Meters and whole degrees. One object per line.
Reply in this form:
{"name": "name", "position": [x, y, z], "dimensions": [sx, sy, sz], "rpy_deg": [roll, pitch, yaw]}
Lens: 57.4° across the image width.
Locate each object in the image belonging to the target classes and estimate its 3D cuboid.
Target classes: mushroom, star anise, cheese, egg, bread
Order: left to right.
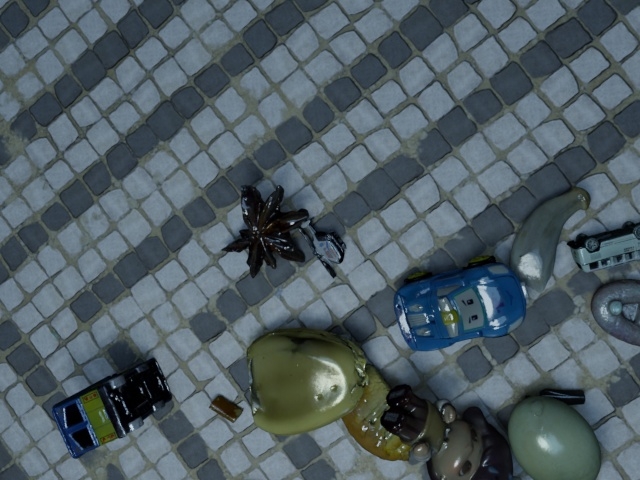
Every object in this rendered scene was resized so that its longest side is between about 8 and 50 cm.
{"name": "bread", "position": [-0.253, 0.451, 1.560], "dimensions": [0.083, 0.047, 0.036], "rpy_deg": [30, 127, 8]}
{"name": "star anise", "position": [-0.138, -0.029, 1.471], "dimensions": [0.212, 0.129, 0.283], "rpy_deg": [26, 130, 17]}
{"name": "cheese", "position": [-0.030, 0.337, 1.445], "dimensions": [0.315, 0.128, 0.260], "rpy_deg": [-15, 83, 22]}
{"name": "bread", "position": [0.156, 0.449, 1.453], "dimensions": [0.251, 0.133, 0.174], "rpy_deg": [45, 96, 5]}
{"name": "mushroom", "position": [0.539, -0.016, 1.397], "dimensions": [0.118, 0.103, 0.270], "rpy_deg": [28, 91, 5]}
{"name": "egg", "position": [0.547, 0.478, 1.368], "dimensions": [0.186, 0.186, 0.253], "rpy_deg": [-36, 101, 8]}

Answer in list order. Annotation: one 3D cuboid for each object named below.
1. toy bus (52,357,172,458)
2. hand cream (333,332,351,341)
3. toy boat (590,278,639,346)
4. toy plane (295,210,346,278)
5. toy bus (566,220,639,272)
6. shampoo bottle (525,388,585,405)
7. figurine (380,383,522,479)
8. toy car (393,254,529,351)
{"name": "toy bus", "position": [-0.511, 0.410, 1.472], "dimensions": [0.175, 0.287, 0.138], "rpy_deg": [-25, 88, 8]}
{"name": "hand cream", "position": [-0.024, 0.275, 1.527], "dimensions": [0.216, 0.038, 0.052], "rpy_deg": [-16, 63, 12]}
{"name": "toy boat", "position": [0.758, 0.174, 1.378], "dimensions": [0.227, 0.085, 0.155], "rpy_deg": [18, 96, 7]}
{"name": "toy plane", "position": [0.000, -0.001, 1.501], "dimensions": [0.078, 0.053, 0.197], "rpy_deg": [-40, 90, 17]}
{"name": "toy bus", "position": [0.696, 0.015, 1.383], "dimensions": [0.193, 0.087, 0.089], "rpy_deg": [-16, 97, 8]}
{"name": "shampoo bottle", "position": [0.578, 0.389, 1.441], "dimensions": [0.137, 0.027, 0.048], "rpy_deg": [-4, 94, 9]}
{"name": "figurine", "position": [0.309, 0.465, 1.352], "dimensions": [0.206, 0.218, 0.365], "rpy_deg": [-23, 122, 24]}
{"name": "toy car", "position": [0.326, 0.157, 1.380], "dimensions": [0.314, 0.166, 0.198], "rpy_deg": [-16, 93, 25]}
